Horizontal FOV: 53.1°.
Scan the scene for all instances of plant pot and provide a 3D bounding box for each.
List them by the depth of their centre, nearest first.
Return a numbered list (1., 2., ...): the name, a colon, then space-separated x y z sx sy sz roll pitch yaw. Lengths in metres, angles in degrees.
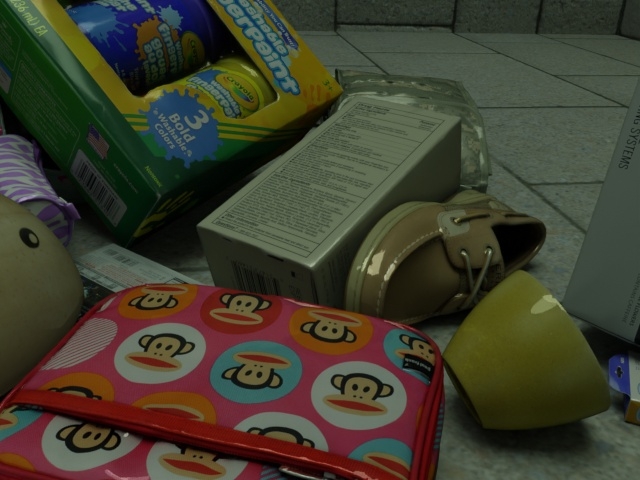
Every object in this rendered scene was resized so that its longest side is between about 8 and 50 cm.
1. plant pot: 0.161 0.106 0.543 0.095 0.134 0.134 -29 30 -1

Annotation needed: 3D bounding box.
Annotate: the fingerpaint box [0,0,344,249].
1. fingerpaint box: -0.243 -0.275 0.885 0.445 0.163 0.371 52 49 0

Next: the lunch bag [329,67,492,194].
1. lunch bag: 0.131 -0.159 1.031 0.235 0.169 0.287 4 33 -4

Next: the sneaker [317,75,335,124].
1. sneaker: -0.061 -0.298 1.382 0.292 0.110 0.118 -16 22 -33

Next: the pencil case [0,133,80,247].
1. pencil case: -0.354 -0.057 0.762 0.088 0.086 0.206 -38 46 -11

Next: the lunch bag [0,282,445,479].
1. lunch bag: -0.070 0.147 0.442 0.293 0.120 0.258 7 30 14

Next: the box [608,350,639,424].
1. box: 0.329 0.142 0.574 0.136 0.028 0.081 10 26 20

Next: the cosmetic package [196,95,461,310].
1. cosmetic package: 0.025 -0.042 0.744 0.160 0.113 0.309 20 46 32

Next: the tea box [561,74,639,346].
1. tea box: 0.450 -0.034 0.564 0.220 0.329 0.323 -6 25 -43

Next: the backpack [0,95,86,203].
1. backpack: -0.375 -0.177 0.968 0.225 0.191 0.254 -12 64 -26

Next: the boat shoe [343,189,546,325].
1. boat shoe: 0.151 0.018 0.709 0.110 0.122 0.341 19 29 33

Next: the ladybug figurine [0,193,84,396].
1. ladybug figurine: -0.424 0.061 0.504 0.449 0.162 0.305 -22 35 -33

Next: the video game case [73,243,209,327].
1. video game case: -0.234 0.066 0.694 0.190 0.022 0.173 20 30 31
